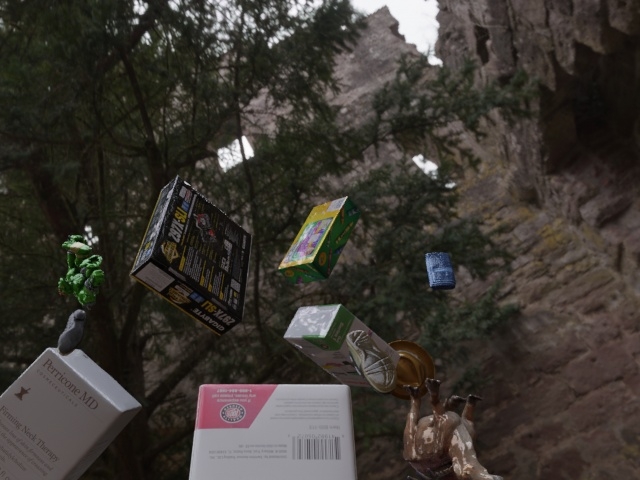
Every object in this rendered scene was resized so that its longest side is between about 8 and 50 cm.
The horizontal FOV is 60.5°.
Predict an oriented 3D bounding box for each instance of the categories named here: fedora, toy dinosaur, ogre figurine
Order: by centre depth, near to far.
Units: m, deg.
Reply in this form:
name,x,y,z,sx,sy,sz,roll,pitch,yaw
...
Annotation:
name,x,y,z,sx,sy,sz,roll,pitch,yaw
toy dinosaur,0.196,0.356,0.942,0.127,0.200,0.296,16,-20,-5
ogre figurine,-0.551,0.079,1.276,0.097,0.197,0.118,-19,-49,-57
fedora,0.266,0.408,1.715,0.194,0.194,0.079,-32,-9,3

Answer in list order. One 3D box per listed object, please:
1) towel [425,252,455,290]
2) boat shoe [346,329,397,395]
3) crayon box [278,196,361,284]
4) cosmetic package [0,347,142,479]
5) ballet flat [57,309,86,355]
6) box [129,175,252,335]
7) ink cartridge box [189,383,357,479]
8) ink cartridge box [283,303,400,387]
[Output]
name,x,y,z,sx,sy,sz,roll,pitch,yaw
towel,0.311,0.078,1.424,0.067,0.119,0.029,-4,-49,6
boat shoe,0.089,0.216,0.950,0.056,0.152,0.049,-13,-58,-13
crayon box,0.000,0.000,1.719,0.165,0.278,0.081,-14,-51,47
cosmetic package,-0.878,0.612,1.829,0.394,0.329,0.327,-49,-4,-14
ballet flat,-0.693,0.263,1.540,0.057,0.173,0.049,18,-61,-16
box,-0.284,0.028,1.284,0.079,0.322,0.257,-37,-59,23
ink cartridge box,-0.061,0.334,0.689,0.207,0.283,0.117,2,-40,-5
ink cartridge box,0.065,0.313,1.611,0.278,0.117,0.201,43,-31,-25
